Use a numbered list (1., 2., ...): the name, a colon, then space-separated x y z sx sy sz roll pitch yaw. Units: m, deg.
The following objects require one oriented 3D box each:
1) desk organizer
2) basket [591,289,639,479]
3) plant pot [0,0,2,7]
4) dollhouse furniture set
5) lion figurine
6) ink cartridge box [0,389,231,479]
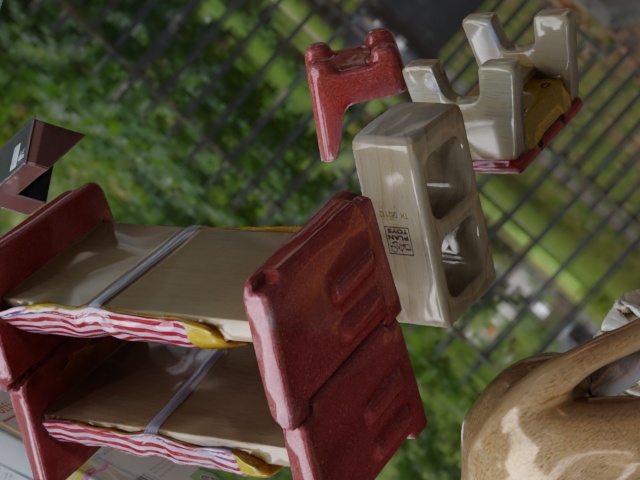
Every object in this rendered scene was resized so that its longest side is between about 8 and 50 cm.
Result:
1. desk organizer: -0.261 -0.065 1.331 0.050 0.047 0.130 17 158 -25
2. basket: 0.230 0.099 0.968 0.113 0.103 0.167 31 -167 19
3. plant pot: -0.428 -0.226 1.283 0.290 0.290 0.195 41 163 -8
4. dollhouse furniture set: 0.000 0.000 0.880 0.201 0.374 0.152 4 120 34
5. lion figurine: 0.127 0.166 0.835 0.240 0.392 0.142 -8 -153 -23
6. ink cartridge box: -0.262 0.250 1.501 0.353 0.119 0.207 26 -174 7
